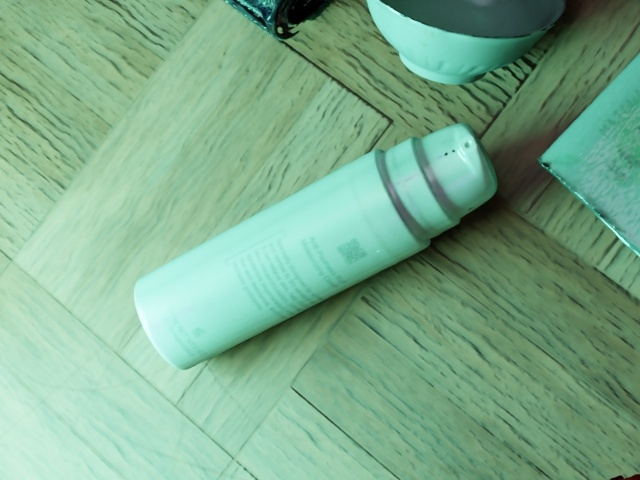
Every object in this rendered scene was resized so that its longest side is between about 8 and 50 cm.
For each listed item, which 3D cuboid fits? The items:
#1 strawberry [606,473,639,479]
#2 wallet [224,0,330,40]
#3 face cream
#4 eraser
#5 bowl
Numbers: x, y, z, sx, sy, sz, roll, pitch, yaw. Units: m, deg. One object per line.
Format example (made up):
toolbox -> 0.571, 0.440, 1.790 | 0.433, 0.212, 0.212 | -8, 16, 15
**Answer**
strawberry -> 0.295, 0.300, 1.470 | 0.257, 0.257, 0.277 | 19, 113, 29
wallet -> -0.027, -0.344, 1.916 | 0.262, 0.071, 0.221 | -49, 58, -3
face cream -> 0.000, 0.000, 1.769 | 0.345, 0.102, 0.102 | -27, 64, 14
eraser -> 0.318, -0.094, 1.662 | 0.227, 0.081, 0.174 | -47, 65, 6
bowl -> 0.119, -0.195, 1.767 | 0.189, 0.189, 0.086 | 34, 131, 29
